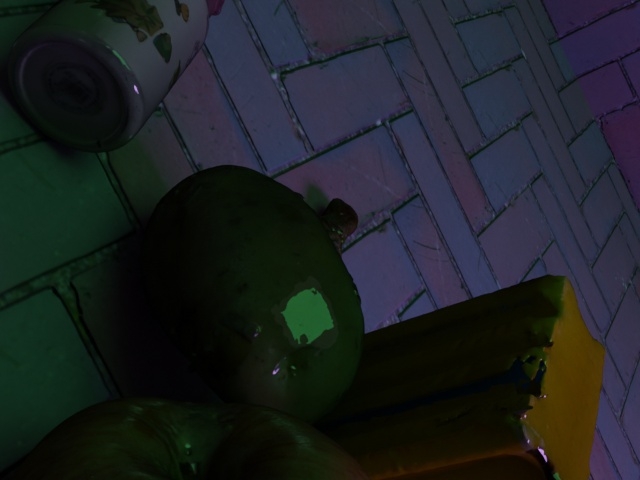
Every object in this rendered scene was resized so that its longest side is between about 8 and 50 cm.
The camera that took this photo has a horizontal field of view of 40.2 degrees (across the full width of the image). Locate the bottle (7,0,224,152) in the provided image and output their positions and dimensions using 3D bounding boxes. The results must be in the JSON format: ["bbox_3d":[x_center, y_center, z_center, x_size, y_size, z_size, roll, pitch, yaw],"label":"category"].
[{"bbox_3d":[-0.167,-0.191,0.781,0.120,0.120,0.253,50,34,-24],"label":"bottle"}]

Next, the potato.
[{"bbox_3d":[-0.061,0.035,0.704,0.165,0.165,0.262,24,24,-47],"label":"potato"}]

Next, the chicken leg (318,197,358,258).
[{"bbox_3d":[-0.001,0.002,0.956,0.085,0.069,0.198,40,28,2],"label":"chicken leg"}]

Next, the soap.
[{"bbox_3d":[0.060,0.151,0.702,0.096,0.324,0.204,58,35,-14],"label":"soap"}]

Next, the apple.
[{"bbox_3d":[-0.078,0.203,0.526,0.261,0.261,0.194,-18,121,-57],"label":"apple"}]
